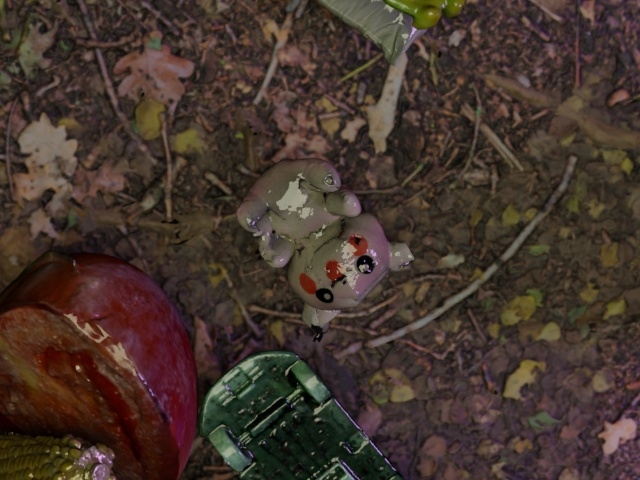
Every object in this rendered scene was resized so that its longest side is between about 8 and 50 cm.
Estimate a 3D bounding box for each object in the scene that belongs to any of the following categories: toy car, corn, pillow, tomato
[{"bbox_3d":[-0.010,0.242,1.708,0.136,0.125,0.306,-40,106,-1],"label":"toy car"},{"bbox_3d":[-0.306,0.239,1.631,0.086,0.288,0.086,3,85,-43],"label":"corn"},{"bbox_3d":[0.029,-0.313,1.636,0.254,0.078,0.144,40,83,-10],"label":"pillow"},{"bbox_3d":[-0.227,0.124,1.647,0.309,0.309,0.170,41,55,-10],"label":"tomato"}]

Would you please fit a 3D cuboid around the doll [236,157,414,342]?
[{"bbox_3d":[0.000,0.000,1.684,0.149,0.095,0.192,-34,103,9],"label":"doll"}]

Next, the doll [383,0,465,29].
[{"bbox_3d":[0.096,-0.400,1.602,0.341,0.099,0.346,28,76,-9],"label":"doll"}]
